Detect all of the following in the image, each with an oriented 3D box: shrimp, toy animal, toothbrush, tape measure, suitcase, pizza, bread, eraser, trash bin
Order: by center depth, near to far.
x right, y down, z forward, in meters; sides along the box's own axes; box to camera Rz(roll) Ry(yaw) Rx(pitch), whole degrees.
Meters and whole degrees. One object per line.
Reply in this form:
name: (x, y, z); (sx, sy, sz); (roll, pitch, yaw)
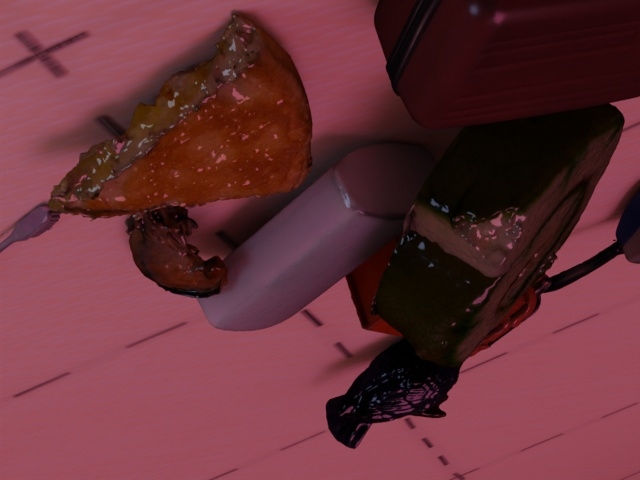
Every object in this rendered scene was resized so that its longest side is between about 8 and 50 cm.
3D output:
suitcase: (0.215, -0.232, 1.437); (0.297, 0.161, 0.236); (-10, 154, -22)
pizza: (-0.146, -0.105, 1.525); (0.287, 0.075, 0.280); (-20, 150, -9)
toothbrush: (-0.418, 0.056, 1.711); (0.354, 0.024, 0.029); (-34, 161, 26)
shrimp: (-0.160, -0.014, 1.712); (0.117, 0.066, 0.262); (7, 154, -1)
bread: (0.205, -0.021, 1.736); (0.366, 0.129, 0.382); (-56, 164, 9)
eraser: (0.000, 0.000, 1.819); (0.290, 0.104, 0.189); (-39, 168, 36)
trash bin: (0.166, 0.048, 2.008); (0.238, 0.161, 0.184); (8, 144, -41)
tape measure: (0.482, -0.026, 2.167); (0.351, 0.098, 0.215); (-15, 158, -20)
toy animal: (0.145, 0.223, 2.407); (0.298, 0.122, 0.185); (-23, 162, -11)
